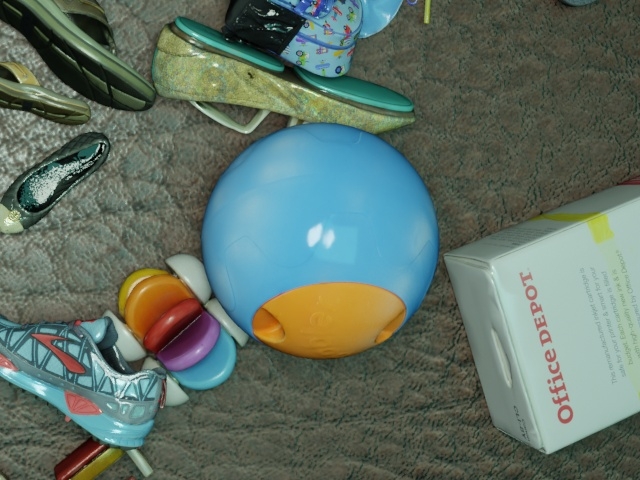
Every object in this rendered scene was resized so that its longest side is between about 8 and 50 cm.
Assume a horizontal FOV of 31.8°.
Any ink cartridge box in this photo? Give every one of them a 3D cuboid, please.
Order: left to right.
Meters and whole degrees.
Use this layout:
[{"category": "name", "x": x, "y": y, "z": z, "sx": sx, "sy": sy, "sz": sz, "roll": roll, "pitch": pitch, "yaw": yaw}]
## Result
[{"category": "ink cartridge box", "x": 0.398, "y": 0.085, "z": 1.569, "sx": 0.384, "sy": 0.160, "sz": 0.279, "roll": -21, "pitch": 100, "yaw": -16}]

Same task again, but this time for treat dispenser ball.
[{"category": "treat dispenser ball", "x": 0.000, "y": 0.000, "z": 1.363, "sx": 0.288, "sy": 0.288, "sz": 0.288, "roll": -1, "pitch": 94, "yaw": -18}]

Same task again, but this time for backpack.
[{"category": "backpack", "x": -0.019, "y": -0.288, "z": 1.383, "sx": 0.173, "sy": 0.117, "sz": 0.158, "roll": 25, "pitch": 41, "yaw": -17}]

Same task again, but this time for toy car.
[{"category": "toy car", "x": -0.173, "y": 0.115, "z": 1.394, "sx": 0.159, "sy": 0.136, "sz": 0.182, "roll": -43, "pitch": 105, "yaw": -12}]

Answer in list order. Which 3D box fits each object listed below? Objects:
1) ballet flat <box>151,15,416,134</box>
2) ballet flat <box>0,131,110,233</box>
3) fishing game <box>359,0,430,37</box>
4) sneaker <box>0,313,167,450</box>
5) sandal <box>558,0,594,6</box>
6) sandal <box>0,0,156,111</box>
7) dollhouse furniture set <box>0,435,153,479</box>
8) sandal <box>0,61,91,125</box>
[{"category": "ballet flat", "x": -0.051, "y": -0.180, "z": 1.437, "sx": 0.348, "sy": 0.123, "sz": 0.123, "roll": 16, "pitch": 89, "yaw": -19}, {"category": "ballet flat", "x": -0.330, "y": -0.074, "z": 1.374, "sx": 0.173, "sy": 0.049, "sz": 0.057, "roll": -44, "pitch": 105, "yaw": -11}, {"category": "fishing game", "x": 0.030, "y": -0.356, "z": 1.480, "sx": 0.264, "sy": 0.041, "sz": 0.189, "roll": 7, "pitch": 92, "yaw": -16}, {"category": "sneaker", "x": -0.296, "y": 0.134, "z": 1.343, "sx": 0.261, "sy": 0.104, "sz": 0.125, "roll": 32, "pitch": 94, "yaw": 3}, {"category": "sandal", "x": 0.373, "y": -0.446, "z": 1.588, "sx": 0.097, "sy": 0.054, "sz": 0.255, "roll": 14, "pitch": 80, "yaw": -26}, {"category": "sandal", "x": -0.308, "y": -0.268, "z": 1.338, "sx": 0.303, "sy": 0.120, "sz": 0.086, "roll": 43, "pitch": 67, "yaw": -16}, {"category": "dollhouse furniture set", "x": -0.377, "y": 0.344, "z": 1.308, "sx": 0.374, "sy": 0.201, "sz": 0.152, "roll": -40, "pitch": 104, "yaw": -12}, {"category": "sandal", "x": -0.361, "y": -0.187, "z": 1.349, "sx": 0.180, "sy": 0.072, "sz": 0.049, "roll": 16, "pitch": 73, "yaw": -20}]
